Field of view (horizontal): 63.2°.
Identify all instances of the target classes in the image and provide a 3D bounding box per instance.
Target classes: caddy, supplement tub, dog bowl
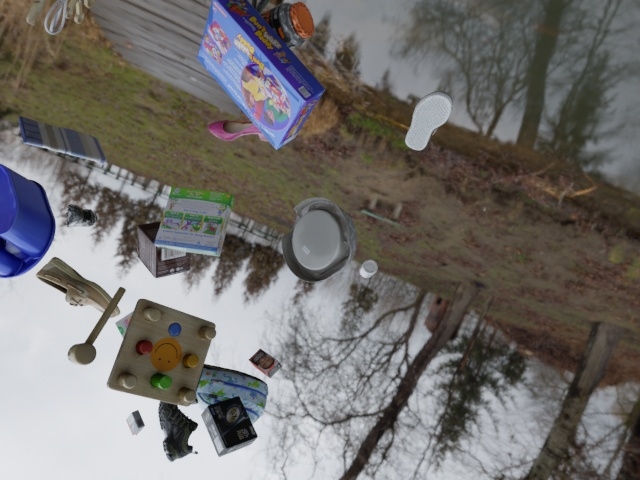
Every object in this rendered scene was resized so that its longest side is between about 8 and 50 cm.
[{"bbox_3d":[-0.906,-0.053,1.502,0.341,0.241,0.179,57,-178,29],"label":"caddy"},{"bbox_3d":[-0.120,-0.575,1.429,0.190,0.117,0.117,-10,163,31],"label":"supplement tub"},{"bbox_3d":[0.000,0.000,2.160,0.348,0.349,0.102,25,-169,36],"label":"dog bowl"},{"bbox_3d":[0.216,0.127,2.346,0.071,0.071,0.107,24,167,2],"label":"supplement tub"}]

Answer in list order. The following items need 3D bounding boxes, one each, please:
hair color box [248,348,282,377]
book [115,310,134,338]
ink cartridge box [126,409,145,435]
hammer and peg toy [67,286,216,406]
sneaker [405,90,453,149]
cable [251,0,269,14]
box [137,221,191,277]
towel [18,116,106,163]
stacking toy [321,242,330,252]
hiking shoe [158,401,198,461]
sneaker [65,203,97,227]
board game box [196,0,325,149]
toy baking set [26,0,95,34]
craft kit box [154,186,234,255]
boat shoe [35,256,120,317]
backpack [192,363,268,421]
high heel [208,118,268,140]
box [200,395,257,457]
[{"bbox_3d":[-0.228,0.503,2.135,0.141,0.072,0.043,16,143,51],"label":"hair color box"},{"bbox_3d":[-0.882,0.389,2.452,0.096,0.144,0.035,55,175,14],"label":"book"},{"bbox_3d":[-0.659,0.651,1.839,0.029,0.115,0.063,-14,-116,-44],"label":"ink cartridge box"},{"bbox_3d":[-0.478,0.294,1.447,0.361,0.266,0.127,29,158,-35],"label":"hammer and peg toy"},{"bbox_3d":[0.413,-0.480,1.964,0.126,0.128,0.321,29,156,0],"label":"sneaker"},{"bbox_3d":[-0.237,-0.803,1.917,0.139,0.288,0.072,-5,163,16],"label":"cable"},{"bbox_3d":[-0.685,0.033,2.277,0.168,0.167,0.203,-13,-146,-37],"label":"box"},{"bbox_3d":[-0.938,-0.361,1.896,0.285,0.034,0.209,11,-153,-42],"label":"towel"},{"bbox_3d":[0.030,-0.026,2.244,0.141,0.141,0.330,23,-152,-20],"label":"stacking toy"},{"bbox_3d":[-0.464,0.597,1.707,0.114,0.227,0.086,-4,169,-31],"label":"hiking shoe"},{"bbox_3d":[-0.889,-0.092,1.946,0.106,0.078,0.234,-4,176,-29],"label":"sneaker"},{"bbox_3d":[-0.168,-0.443,1.375,0.347,0.078,0.233,49,148,2],"label":"board game box"},{"bbox_3d":[-0.539,-0.553,1.138,0.030,0.197,0.256,27,-147,-4],"label":"toy baking set"},{"bbox_3d":[-0.476,-0.075,1.975,0.249,0.247,0.061,8,161,8],"label":"craft kit box"},{"bbox_3d":[-0.928,0.205,2.000,0.341,0.110,0.122,35,145,3],"label":"boat shoe"},{"bbox_3d":[-0.415,0.694,2.355,0.355,0.274,0.290,3,148,-12],"label":"backpack"},{"bbox_3d":[-0.277,-0.396,1.770,0.244,0.082,0.117,14,157,12],"label":"high heel"},{"bbox_3d":[-0.349,0.709,1.989,0.147,0.078,0.180,-3,-130,-43],"label":"box"}]
